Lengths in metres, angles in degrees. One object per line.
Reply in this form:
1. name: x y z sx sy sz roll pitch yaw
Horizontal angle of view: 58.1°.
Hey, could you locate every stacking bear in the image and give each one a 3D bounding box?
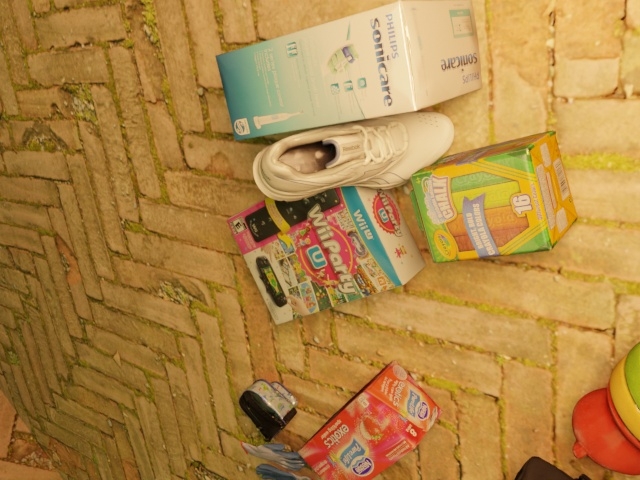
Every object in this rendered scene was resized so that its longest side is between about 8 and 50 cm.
1. stacking bear: 0.442 0.205 0.724 0.164 0.175 0.289 44 137 11

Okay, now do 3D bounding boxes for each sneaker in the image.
1. sneaker: 0.056 -0.119 0.804 0.129 0.297 0.111 171 83 -81

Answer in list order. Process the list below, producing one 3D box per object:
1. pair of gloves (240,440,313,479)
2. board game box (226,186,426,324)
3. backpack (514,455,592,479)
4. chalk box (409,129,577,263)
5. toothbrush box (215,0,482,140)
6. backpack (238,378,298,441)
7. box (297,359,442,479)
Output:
1. pair of gloves: -0.091 0.510 1.304 0.159 0.023 0.198 3 133 26
2. board game box: 0.000 0.000 1.004 0.303 0.097 0.224 -23 94 40
3. backpack: 0.344 0.552 0.895 0.290 0.273 0.355 38 151 20
4. chalk box: 0.215 -0.054 0.792 0.213 0.132 0.132 -11 102 39
5. toothbrush box: 0.041 -0.232 0.793 0.295 0.216 0.126 1 109 38
6. backpack: -0.114 0.356 1.248 0.114 0.084 0.105 42 131 7
7. box: 0.087 0.357 1.071 0.128 0.122 0.257 46 129 11
